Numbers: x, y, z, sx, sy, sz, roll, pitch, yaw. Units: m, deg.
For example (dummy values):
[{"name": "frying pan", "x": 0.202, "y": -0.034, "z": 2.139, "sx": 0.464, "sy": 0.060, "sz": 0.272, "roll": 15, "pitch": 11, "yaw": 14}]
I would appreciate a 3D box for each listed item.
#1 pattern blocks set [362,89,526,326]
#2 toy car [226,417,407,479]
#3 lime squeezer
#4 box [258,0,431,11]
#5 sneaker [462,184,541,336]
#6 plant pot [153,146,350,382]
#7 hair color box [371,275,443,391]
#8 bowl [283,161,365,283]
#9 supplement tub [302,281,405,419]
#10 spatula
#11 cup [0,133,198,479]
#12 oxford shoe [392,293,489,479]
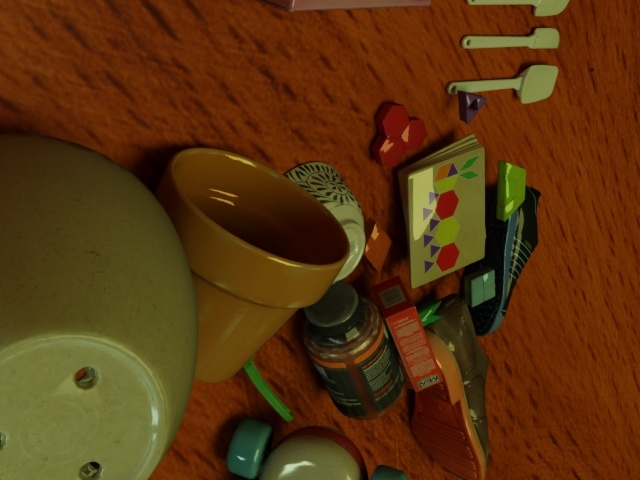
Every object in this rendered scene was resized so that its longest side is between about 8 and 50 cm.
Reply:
[{"name": "pattern blocks set", "x": 0.164, "y": -0.040, "z": 1.539, "sx": 0.285, "sy": 0.026, "sz": 0.325, "roll": -13, "pitch": 116, "yaw": -34}, {"name": "toy car", "x": 0.002, "y": 0.317, "z": 1.520, "sx": 0.238, "sy": 0.219, "sz": 0.210, "roll": -43, "pitch": 149, "yaw": -71}, {"name": "lime squeezer", "x": -0.076, "y": 0.095, "z": 1.349, "sx": 0.110, "sy": 0.059, "sz": 0.310, "roll": -15, "pitch": 128, "yaw": -29}, {"name": "box", "x": 0.026, "y": -0.360, "z": 1.146, "sx": 0.213, "sy": 0.117, "sz": 0.243, "roll": -13, "pitch": 121, "yaw": -45}, {"name": "sneaker", "x": 0.274, "y": 0.029, "z": 1.702, "sx": 0.090, "sy": 0.081, "sz": 0.232, "roll": -7, "pitch": 114, "yaw": -40}, {"name": "plant pot", "x": -0.102, "y": 0.037, "z": 1.198, "sx": 0.205, "sy": 0.205, "sz": 0.188, "roll": 1, "pitch": 127, "yaw": -49}, {"name": "hair color box", "x": 0.114, "y": 0.122, "z": 1.507, "sx": 0.043, "sy": 0.072, "sz": 0.141, "roll": -23, "pitch": 127, "yaw": 0}, {"name": "bowl", "x": 0.000, "y": 0.000, "z": 1.371, "sx": 0.170, "sy": 0.080, "sz": 0.170, "roll": -28, "pitch": 132, "yaw": -36}, {"name": "supplement tub", "x": 0.040, "y": 0.139, "z": 1.482, "sx": 0.106, "sy": 0.106, "sz": 0.198, "roll": -45, "pitch": 141, "yaw": -20}, {"name": "spatula", "x": 0.261, "y": -0.264, "z": 1.559, "sx": 0.242, "sy": 0.019, "sz": 0.168, "roll": -13, "pitch": 122, "yaw": -45}, {"name": "cup", "x": -0.234, "y": 0.102, "z": 0.943, "sx": 0.331, "sy": 0.237, "sz": 0.331, "roll": -9, "pitch": 113, "yaw": -22}, {"name": "oxford shoe", "x": 0.213, "y": 0.233, "z": 1.729, "sx": 0.133, "sy": 0.130, "sz": 0.364, "roll": -47, "pitch": 141, "yaw": -28}]
